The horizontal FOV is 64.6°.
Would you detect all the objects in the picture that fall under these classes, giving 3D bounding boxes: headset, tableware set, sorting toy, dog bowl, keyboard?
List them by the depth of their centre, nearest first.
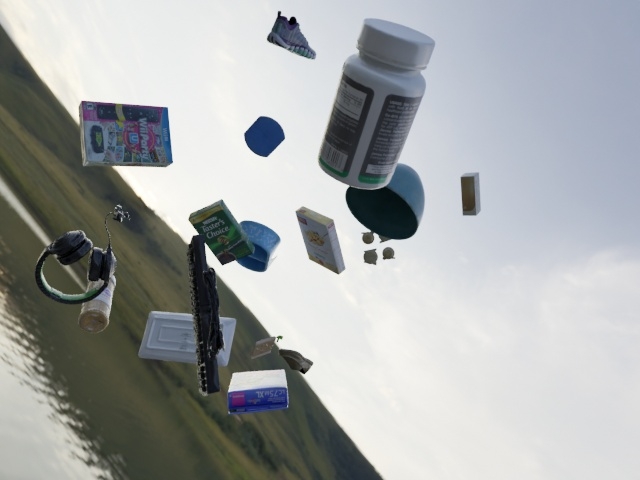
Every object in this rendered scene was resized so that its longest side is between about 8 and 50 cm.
[{"bbox_3d":[-0.232,0.142,0.998,0.201,0.033,0.316,-38,-121,58],"label":"keyboard"},{"bbox_3d":[-0.129,0.255,1.232,0.012,0.083,0.062,50,-44,32],"label":"sorting toy"},{"bbox_3d":[-0.850,0.045,1.842,0.243,0.394,0.185,39,3,-31],"label":"headset"},{"bbox_3d":[-0.244,0.032,1.877,0.166,0.074,0.297,22,-27,-1],"label":"dog bowl"},{"bbox_3d":[0.247,0.022,2.179,0.020,0.141,0.168,143,-60,-87],"label":"tableware set"}]

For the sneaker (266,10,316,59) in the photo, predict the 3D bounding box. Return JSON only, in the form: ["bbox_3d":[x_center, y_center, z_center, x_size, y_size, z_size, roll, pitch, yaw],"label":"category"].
[{"bbox_3d":[-0.069,-0.622,1.546,0.083,0.224,0.098,28,-72,25],"label":"sneaker"}]

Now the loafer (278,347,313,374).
[{"bbox_3d":[-0.076,0.373,1.557,0.056,0.050,0.148,-5,-32,44],"label":"loafer"}]

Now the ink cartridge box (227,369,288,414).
[{"bbox_3d":[-0.201,0.484,1.639,0.311,0.186,0.065,-179,-94,-84],"label":"ink cartridge box"}]

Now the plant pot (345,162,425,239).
[{"bbox_3d":[0.264,-0.170,1.843,0.290,0.195,0.290,28,-29,17],"label":"plant pot"}]

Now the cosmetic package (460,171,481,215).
[{"bbox_3d":[0.425,-0.132,1.432,0.041,0.060,0.115,2,-73,31],"label":"cosmetic package"}]

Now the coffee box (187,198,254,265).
[{"bbox_3d":[-0.283,-0.020,1.454,0.040,0.113,0.184,-89,154,-57],"label":"coffee box"}]

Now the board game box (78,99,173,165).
[{"bbox_3d":[-0.716,-0.387,1.869,0.098,0.304,0.223,-9,-94,56],"label":"board game box"}]

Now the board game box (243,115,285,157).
[{"bbox_3d":[-0.221,-0.418,2.014,0.133,0.033,0.169,43,-64,-13],"label":"board game box"}]

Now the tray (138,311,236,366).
[{"bbox_3d":[-0.393,0.284,1.485,0.271,0.145,0.030,4,-25,7],"label":"tray"}]

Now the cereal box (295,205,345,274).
[{"bbox_3d":[0.000,0.000,1.874,0.173,0.047,0.240,26,-37,42],"label":"cereal box"}]

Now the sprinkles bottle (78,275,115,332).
[{"bbox_3d":[-1.002,0.269,2.280,0.121,0.121,0.355,65,-3,-31],"label":"sprinkles bottle"}]

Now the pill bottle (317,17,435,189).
[{"bbox_3d":[0.131,-0.323,1.221,0.204,0.204,0.360,39,-52,29],"label":"pill bottle"}]
